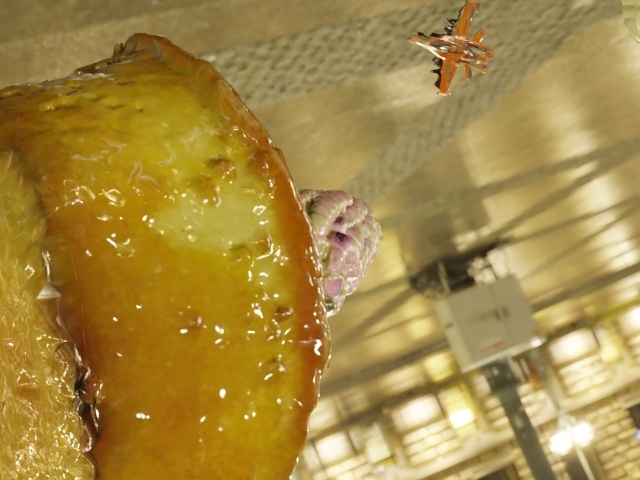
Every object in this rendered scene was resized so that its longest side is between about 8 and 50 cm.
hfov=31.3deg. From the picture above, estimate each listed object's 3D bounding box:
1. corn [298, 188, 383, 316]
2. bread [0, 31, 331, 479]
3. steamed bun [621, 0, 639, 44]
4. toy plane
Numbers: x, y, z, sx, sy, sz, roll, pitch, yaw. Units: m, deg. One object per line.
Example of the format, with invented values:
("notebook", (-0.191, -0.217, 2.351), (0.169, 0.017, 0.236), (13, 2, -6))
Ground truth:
("corn", (0.001, 0.002, 1.139), (0.126, 0.126, 0.335), (-26, -179, 14))
("bread", (-0.154, 0.041, 0.799), (0.204, 0.358, 0.337), (-12, 178, -42))
("steamed bun", (0.546, -0.390, 1.499), (0.272, 0.273, 0.290), (-6, -175, -4))
("toy plane", (0.162, -0.260, 1.526), (0.188, 0.135, 0.062), (3, -162, -43))
